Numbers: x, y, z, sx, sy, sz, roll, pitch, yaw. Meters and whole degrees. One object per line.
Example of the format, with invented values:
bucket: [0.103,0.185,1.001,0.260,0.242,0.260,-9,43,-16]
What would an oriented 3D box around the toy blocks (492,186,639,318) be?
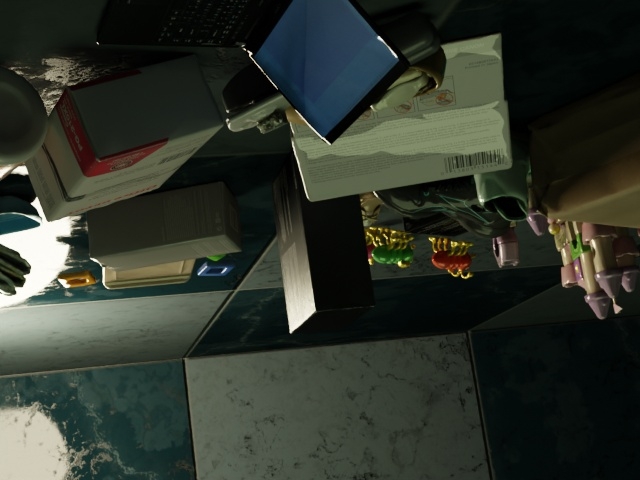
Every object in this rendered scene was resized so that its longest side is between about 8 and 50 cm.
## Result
toy blocks: [0.515,0.039,2.188,0.308,0.260,0.288,-7,167,-2]

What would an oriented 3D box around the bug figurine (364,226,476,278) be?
bug figurine: [0.154,0.019,2.106,0.216,0.072,0.279,5,-176,-32]

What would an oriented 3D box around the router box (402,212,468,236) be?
router box: [0.258,-0.052,2.021,0.133,0.046,0.179,4,163,-39]

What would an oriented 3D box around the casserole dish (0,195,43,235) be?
casserole dish: [-0.538,-0.035,1.769,0.188,0.037,0.114,-11,166,11]

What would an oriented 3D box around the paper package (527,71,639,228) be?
paper package: [0.539,-0.137,1.687,0.324,0.168,0.309,5,162,-39]

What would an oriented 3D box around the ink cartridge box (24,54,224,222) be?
ink cartridge box: [-0.249,-0.121,1.358,0.172,0.100,0.237,-21,174,-31]

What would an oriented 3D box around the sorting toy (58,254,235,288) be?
sorting toy: [-0.341,0.040,2.171,0.347,0.047,0.196,-5,162,-13]

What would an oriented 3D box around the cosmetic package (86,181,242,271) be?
cosmetic package: [-0.261,-0.020,1.856,0.237,0.107,0.127,-6,167,6]

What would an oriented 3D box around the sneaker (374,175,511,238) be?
sneaker: [0.214,-0.088,1.832,0.267,0.101,0.106,13,143,-18]

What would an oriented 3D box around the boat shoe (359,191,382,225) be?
boat shoe: [0.081,-0.054,1.989,0.063,0.059,0.170,-3,165,-21]

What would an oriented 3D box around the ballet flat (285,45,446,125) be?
ballet flat: [0.045,-0.185,1.367,0.232,0.073,0.080,-20,136,18]

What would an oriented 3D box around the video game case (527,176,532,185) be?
video game case: [0.262,-0.095,2.004,0.212,0.023,0.193,0,164,-26]

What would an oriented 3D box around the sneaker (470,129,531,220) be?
sneaker: [0.307,-0.095,1.758,0.094,0.151,0.256,-19,164,34]

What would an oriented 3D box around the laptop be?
laptop: [-0.081,-0.199,1.151,0.264,0.137,0.234,-2,165,-22]

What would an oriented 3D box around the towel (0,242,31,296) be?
towel: [-0.677,0.016,1.673,0.374,0.090,0.320,1,168,22]

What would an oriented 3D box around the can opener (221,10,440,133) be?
can opener: [0.003,-0.203,1.310,0.280,0.093,0.074,-21,173,17]

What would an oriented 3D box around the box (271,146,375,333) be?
box: [0.000,0.000,1.738,0.103,0.261,0.184,-5,166,-13]

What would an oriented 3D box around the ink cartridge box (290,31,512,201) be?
ink cartridge box: [0.104,-0.178,1.495,0.296,0.066,0.261,-9,141,5]

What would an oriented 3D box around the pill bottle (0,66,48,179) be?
pill bottle: [-0.426,-0.117,1.323,0.121,0.121,0.216,4,162,-40]
